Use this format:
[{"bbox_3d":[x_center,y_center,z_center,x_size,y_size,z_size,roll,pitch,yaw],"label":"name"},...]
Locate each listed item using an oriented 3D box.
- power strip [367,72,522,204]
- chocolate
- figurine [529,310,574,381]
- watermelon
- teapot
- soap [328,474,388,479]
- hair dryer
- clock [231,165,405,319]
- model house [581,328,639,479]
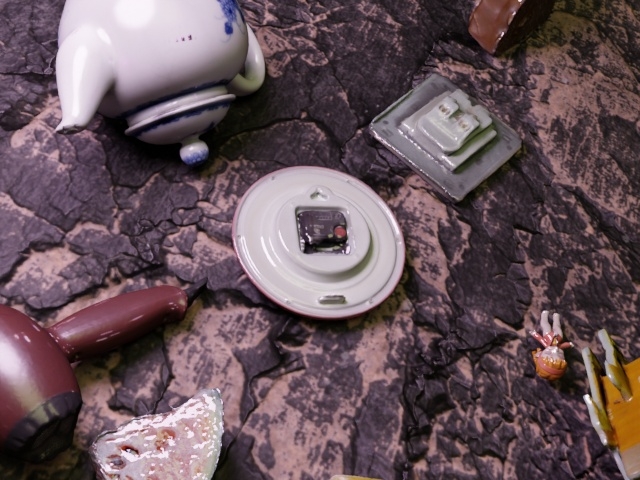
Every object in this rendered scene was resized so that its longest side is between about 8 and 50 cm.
[{"bbox_3d":[0.210,-0.181,1.244,0.198,0.064,0.213,40,57,13],"label":"power strip"},{"bbox_3d":[0.355,-0.433,1.405,0.093,0.148,0.214,42,54,19],"label":"chocolate"},{"bbox_3d":[0.317,0.144,1.075,0.064,0.047,0.109,14,46,2],"label":"figurine"},{"bbox_3d":[-0.181,0.241,0.854,0.139,0.071,0.187,20,62,5],"label":"watermelon"},{"bbox_3d":[-0.211,-0.234,1.064,0.424,0.252,0.280,-31,105,-54],"label":"teapot"},{"bbox_3d":[0.138,0.327,0.813,0.314,0.199,0.091,8,51,-9],"label":"soap"},{"bbox_3d":[-0.294,0.077,0.924,0.340,0.123,0.312,-23,55,-39],"label":"hair dryer"},{"bbox_3d":[0.000,-0.001,1.070,0.244,0.056,0.244,8,55,-11],"label":"clock"},{"bbox_3d":[0.472,0.219,0.901,0.357,0.242,0.313,25,39,-45],"label":"model house"}]
